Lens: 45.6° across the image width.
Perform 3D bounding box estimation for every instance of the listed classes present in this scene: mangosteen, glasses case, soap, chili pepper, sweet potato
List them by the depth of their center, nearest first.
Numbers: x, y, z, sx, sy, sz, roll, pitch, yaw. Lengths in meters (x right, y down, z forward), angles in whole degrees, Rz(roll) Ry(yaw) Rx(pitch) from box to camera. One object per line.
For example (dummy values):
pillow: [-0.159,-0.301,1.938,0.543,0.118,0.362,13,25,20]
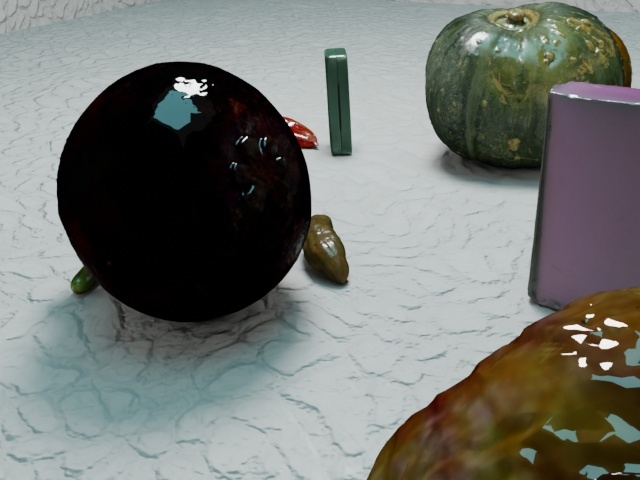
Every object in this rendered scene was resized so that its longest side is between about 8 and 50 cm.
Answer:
soap: [0.330,-0.035,0.827,0.181,0.260,0.081,16,29,34]
mangosteen: [-0.169,-0.051,0.867,0.313,0.297,0.297,-5,24,16]
sweet potato: [0.000,-0.002,1.019,0.053,0.053,0.182,-10,26,-4]
glasses case: [0.033,-0.255,1.397,0.039,0.184,0.078,-4,25,0]
chili pepper: [-0.076,-0.218,1.486,0.191,0.050,0.059,29,34,28]

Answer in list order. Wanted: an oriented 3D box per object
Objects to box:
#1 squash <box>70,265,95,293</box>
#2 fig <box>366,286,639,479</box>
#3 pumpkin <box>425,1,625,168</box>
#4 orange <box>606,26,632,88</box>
squash: [-0.294,0.042,0.973,0.027,0.028,0.083,3,25,10]
fig: [0.208,0.203,0.385,0.286,0.286,0.368,-22,55,-37]
pumpkin: [0.349,-0.264,1.311,0.327,0.258,0.292,7,39,21]
orange: [0.503,-0.355,1.581,0.262,0.196,0.334,1,22,35]
